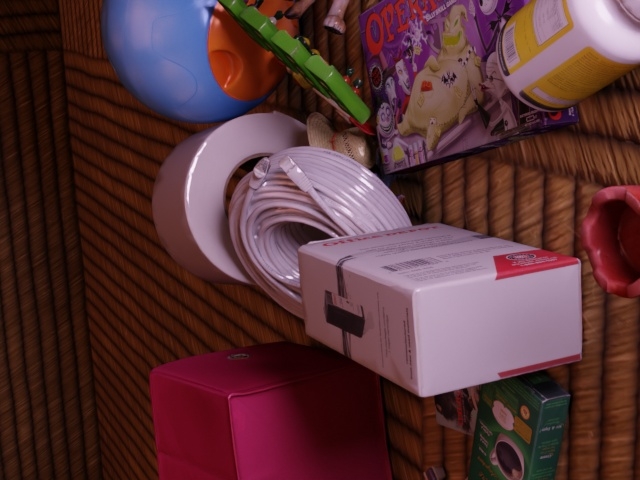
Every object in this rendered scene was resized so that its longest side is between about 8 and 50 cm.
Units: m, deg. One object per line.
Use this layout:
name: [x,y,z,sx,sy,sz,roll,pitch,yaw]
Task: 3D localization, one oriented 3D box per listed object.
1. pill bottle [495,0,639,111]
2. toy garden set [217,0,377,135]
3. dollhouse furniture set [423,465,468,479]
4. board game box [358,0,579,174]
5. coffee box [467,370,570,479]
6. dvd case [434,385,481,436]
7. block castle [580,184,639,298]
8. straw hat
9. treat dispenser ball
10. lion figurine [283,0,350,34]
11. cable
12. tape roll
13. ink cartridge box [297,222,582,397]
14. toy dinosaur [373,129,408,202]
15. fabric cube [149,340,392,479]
pill bottle: [0.239,-0.188,0.936,0.184,0.103,0.103,147,112,-64]
toy garden set: [-0.008,-0.227,1.389,0.244,0.049,0.204,43,-179,36]
dollhouse furniture set: [0.146,0.311,1.337,0.114,0.081,0.091,115,140,-51]
board game box: [0.149,-0.198,1.204,0.347,0.056,0.208,167,98,-66]
coffee box: [0.217,0.223,1.201,0.113,0.040,0.184,-137,45,-55]
dvd case: [0.172,0.192,1.323,0.119,0.013,0.087,6,103,64]
block castle: [0.349,0.009,0.628,0.453,0.213,0.303,127,129,-59]
straw hat: [0.043,-0.117,1.439,0.061,0.144,0.144,-23,73,23]
treat dispenser ball: [-0.175,-0.315,1.580,0.288,0.288,0.288,171,90,-66]
lion figurine: [0.042,-0.395,1.253,0.392,0.142,0.240,-179,107,-72]
cable: [0.000,0.000,1.393,0.257,0.089,0.257,39,142,-6]
tape roll: [-0.106,-0.055,1.571,0.169,0.246,0.246,175,86,-66]
ink cartridge box: [0.120,0.063,1.170,0.273,0.197,0.114,-159,63,-63]
toy dinosaur: [0.092,-0.090,1.398,0.090,0.047,0.082,-75,-16,-57]
fabric cube: [-0.074,0.299,1.574,0.258,0.254,0.259,1,99,58]
